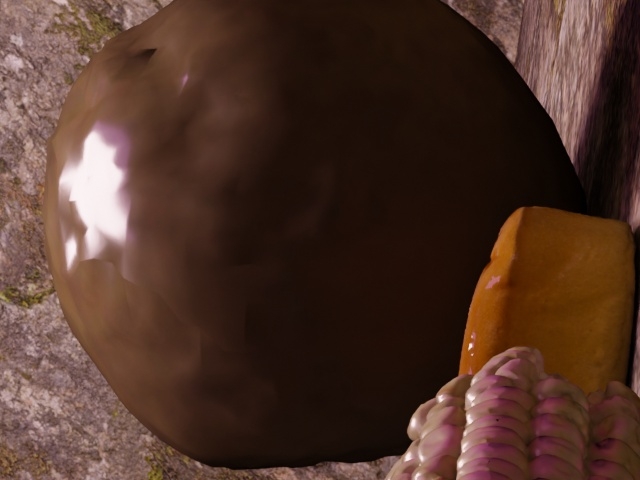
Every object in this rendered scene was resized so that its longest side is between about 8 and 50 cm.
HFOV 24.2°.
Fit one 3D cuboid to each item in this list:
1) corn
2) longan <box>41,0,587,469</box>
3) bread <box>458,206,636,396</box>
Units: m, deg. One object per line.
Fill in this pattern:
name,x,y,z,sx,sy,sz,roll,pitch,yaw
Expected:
corn,0.055,0.157,0.538,0.335,0.126,0.127,-53,-26,-58
longan,0.003,0.000,1.150,0.436,0.404,0.404,47,-137,-44
bread,0.127,0.098,0.871,0.102,0.094,0.246,70,-152,-70
